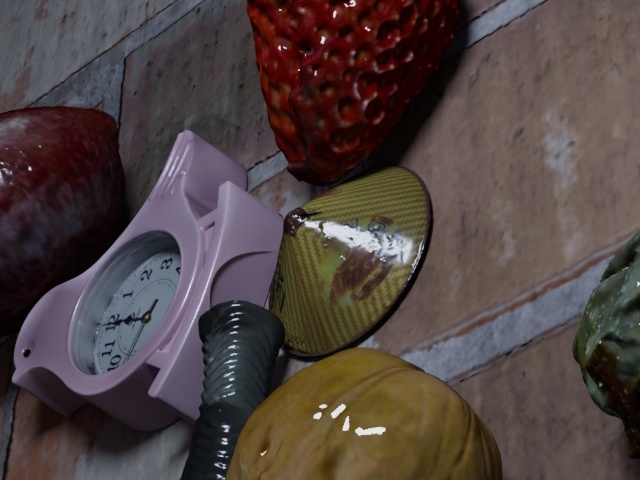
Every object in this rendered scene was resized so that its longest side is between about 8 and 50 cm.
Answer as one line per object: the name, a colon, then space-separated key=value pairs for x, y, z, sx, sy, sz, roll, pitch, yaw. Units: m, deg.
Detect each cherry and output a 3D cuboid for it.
cherry: x=-0.315 y=-0.023 z=1.925 sx=0.300 sy=0.230 sz=0.203 roll=-42 pitch=61 yaw=-11

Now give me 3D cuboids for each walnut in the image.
walnut: x=0.025 y=0.191 z=1.364 sx=0.195 sy=0.195 sz=0.221 roll=20 pitch=84 yaw=55

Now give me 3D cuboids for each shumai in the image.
shumai: x=0.259 y=0.067 z=1.240 sx=0.184 sy=0.184 sz=0.142 roll=-43 pitch=59 yaw=16

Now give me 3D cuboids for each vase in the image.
vase: x=-0.073 y=0.164 z=1.575 sx=0.115 sy=0.115 sz=0.237 roll=-30 pitch=37 yaw=32

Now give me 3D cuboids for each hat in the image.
hat: x=0.000 y=0.000 z=1.648 sx=0.193 sy=0.082 sz=0.193 roll=-31 pitch=41 yaw=32

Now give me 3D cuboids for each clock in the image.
clock: x=-0.158 y=0.036 z=1.809 sx=0.275 sy=0.080 sz=0.290 roll=-7 pitch=56 yaw=47

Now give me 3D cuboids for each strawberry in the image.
strawberry: x=0.015 y=-0.170 z=1.698 sx=0.205 sy=0.205 sz=0.244 roll=7 pitch=82 yaw=53
